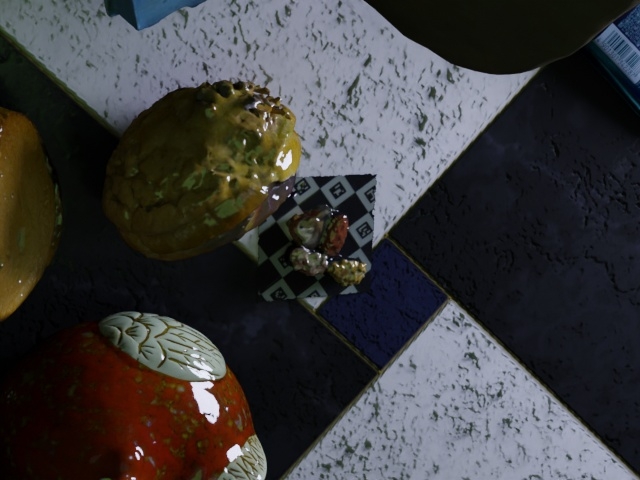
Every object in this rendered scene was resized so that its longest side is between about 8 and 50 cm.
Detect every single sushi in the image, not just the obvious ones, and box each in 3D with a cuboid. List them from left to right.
[{"bbox_3d":[0.000,0.000,1.553,0.120,0.026,0.126,-5,110,-18],"label":"sushi"}]

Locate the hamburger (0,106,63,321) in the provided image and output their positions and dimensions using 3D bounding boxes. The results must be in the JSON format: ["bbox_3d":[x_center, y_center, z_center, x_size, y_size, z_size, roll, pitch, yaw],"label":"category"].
[{"bbox_3d":[-0.296,-0.024,1.357,0.118,0.191,0.182,9,110,21],"label":"hamburger"}]

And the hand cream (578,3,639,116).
[{"bbox_3d":[0.307,-0.203,1.584,0.270,0.061,0.120,37,95,-32],"label":"hand cream"}]

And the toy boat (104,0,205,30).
[{"bbox_3d":[-0.092,-0.276,1.391,0.238,0.098,0.109,-31,159,-17],"label":"toy boat"}]

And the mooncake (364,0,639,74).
[{"bbox_3d":[0.163,-0.367,1.244,0.262,0.467,0.467,35,94,-25],"label":"mooncake"}]

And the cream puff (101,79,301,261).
[{"bbox_3d":[-0.105,-0.068,1.406,0.189,0.189,0.129,-35,110,-6],"label":"cream puff"}]

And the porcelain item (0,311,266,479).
[{"bbox_3d":[-0.172,0.191,1.444,0.253,0.253,0.253,-7,111,-18],"label":"porcelain item"}]
